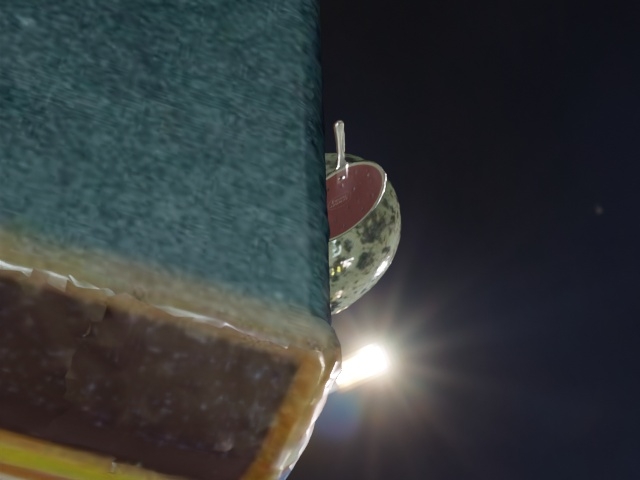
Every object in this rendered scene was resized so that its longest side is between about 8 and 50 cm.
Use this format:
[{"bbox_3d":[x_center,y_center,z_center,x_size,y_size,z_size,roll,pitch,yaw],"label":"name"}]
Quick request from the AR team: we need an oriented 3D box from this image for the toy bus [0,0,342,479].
[{"bbox_3d":[-0.095,-0.042,0.465,0.323,0.161,0.194,-91,-156,-45],"label":"toy bus"}]

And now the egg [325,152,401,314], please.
[{"bbox_3d":[0.000,0.000,1.467,0.132,0.172,0.132,32,-7,4],"label":"egg"}]

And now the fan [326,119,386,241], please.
[{"bbox_3d":[0.014,-0.044,1.183,0.005,0.085,0.133,51,-23,32],"label":"fan"}]
